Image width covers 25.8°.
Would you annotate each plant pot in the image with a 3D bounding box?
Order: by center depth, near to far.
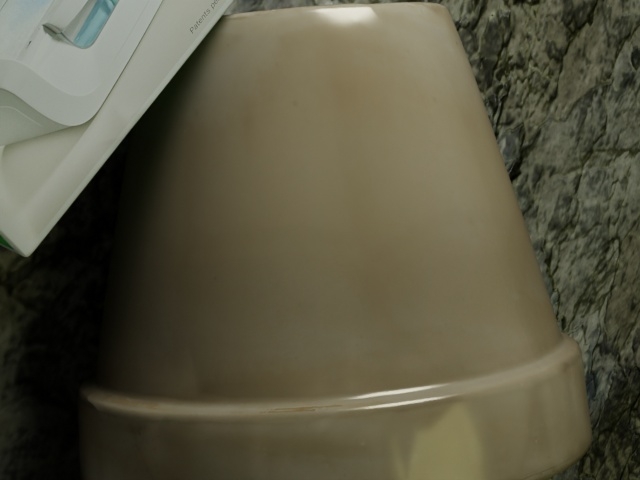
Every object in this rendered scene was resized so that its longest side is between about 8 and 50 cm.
[{"bbox_3d":[0.000,0.000,0.878,0.323,0.323,0.281,-10,98,-48],"label":"plant pot"}]

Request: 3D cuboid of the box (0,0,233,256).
[{"bbox_3d":[-0.167,-0.171,0.714,0.262,0.126,0.231,-54,141,-19],"label":"box"}]
